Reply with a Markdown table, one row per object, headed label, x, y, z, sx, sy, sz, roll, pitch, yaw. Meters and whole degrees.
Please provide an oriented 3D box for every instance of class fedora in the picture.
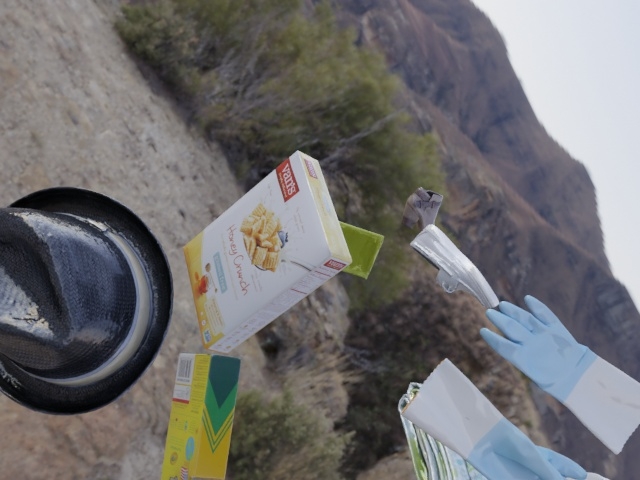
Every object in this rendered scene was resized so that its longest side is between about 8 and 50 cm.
| label | x | y | z | sx | sy | sz | roll | pitch | yaw |
| --- | --- | --- | --- | --- | --- | --- | --- | --- | --- |
| fedora | -0.364 | 0.063 | 1.006 | 0.152 | 0.334 | 0.334 | 46 | 20 | -69 |

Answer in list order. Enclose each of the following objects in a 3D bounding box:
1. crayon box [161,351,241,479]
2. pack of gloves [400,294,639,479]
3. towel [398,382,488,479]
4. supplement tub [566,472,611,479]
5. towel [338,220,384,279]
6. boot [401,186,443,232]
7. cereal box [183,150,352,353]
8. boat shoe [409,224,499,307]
| label | x | y | z | sx | sy | sz | roll | pitch | yaw |
| --- | --- | --- | --- | --- | --- | --- | --- | --- | --- |
| crayon box | -0.276 | 0.418 | 1.762 | 0.081 | 0.202 | 0.318 | 14 | 78 | -29 |
| pack of gloves | 0.240 | 0.189 | 0.855 | 0.232 | 0.195 | 0.046 | 38 | 3 | -8 |
| towel | 0.307 | 0.443 | 1.386 | 0.374 | 0.090 | 0.320 | 33 | 28 | -28 |
| supplement tub | 0.365 | 0.372 | 0.905 | 0.200 | 0.144 | 0.144 | 34 | 20 | -17 |
| towel | 0.000 | 0.000 | 1.540 | 0.237 | 0.102 | 0.021 | 18 | 23 | -10 |
| boot | 0.219 | -0.054 | 1.555 | 0.118 | 0.087 | 0.042 | 22 | 16 | -32 |
| cereal box | -0.078 | 0.018 | 1.026 | 0.047 | 0.240 | 0.173 | 22 | 39 | -44 |
| boat shoe | 0.215 | 0.051 | 1.272 | 0.184 | 0.063 | 0.066 | 51 | 1 | 26 |
